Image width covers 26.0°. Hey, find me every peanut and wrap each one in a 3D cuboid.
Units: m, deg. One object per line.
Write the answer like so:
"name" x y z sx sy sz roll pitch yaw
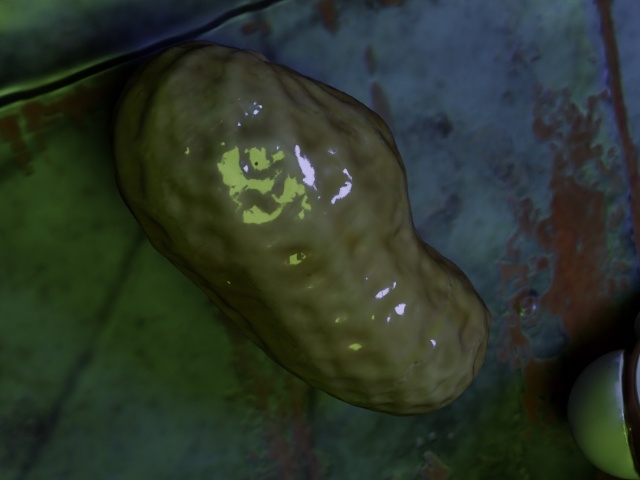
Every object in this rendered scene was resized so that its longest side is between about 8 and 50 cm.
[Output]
"peanut" 0.000 0.000 0.601 0.108 0.095 0.226 -45 122 -6

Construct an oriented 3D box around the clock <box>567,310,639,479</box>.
"clock" 0.226 0.084 0.705 0.166 0.162 0.093 -41 140 -9
